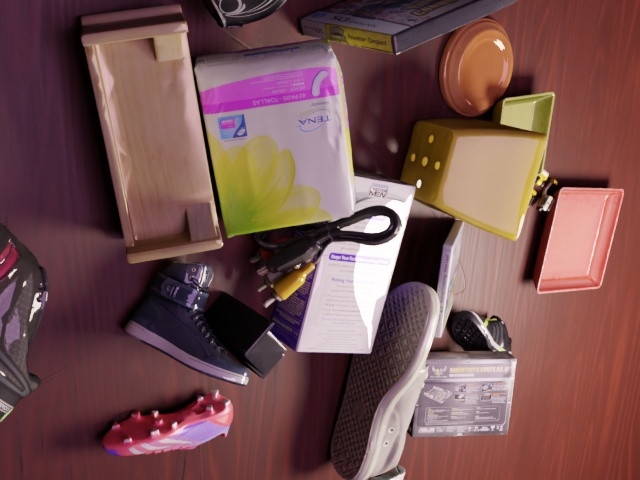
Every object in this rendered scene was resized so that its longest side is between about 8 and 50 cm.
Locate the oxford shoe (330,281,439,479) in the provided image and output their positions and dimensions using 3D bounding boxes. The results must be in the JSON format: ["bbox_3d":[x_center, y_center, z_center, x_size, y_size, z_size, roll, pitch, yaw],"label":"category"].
[{"bbox_3d":[0.146,0.287,1.771,0.130,0.169,0.449,4,111,-37],"label":"oxford shoe"}]

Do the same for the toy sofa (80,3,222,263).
[{"bbox_3d":[-0.252,-0.163,1.315,0.150,0.177,0.362,-10,115,-9],"label":"toy sofa"}]

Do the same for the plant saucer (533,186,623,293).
[{"bbox_3d":[0.616,-0.006,2.111,0.258,0.048,0.259,-2,107,-38],"label":"plant saucer"}]

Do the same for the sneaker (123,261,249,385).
[{"bbox_3d":[-0.190,0.127,1.421,0.163,0.226,0.086,-61,168,-9],"label":"sneaker"}]

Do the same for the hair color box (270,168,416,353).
[{"bbox_3d":[0.039,0.036,1.628,0.185,0.110,0.338,7,103,-38],"label":"hair color box"}]

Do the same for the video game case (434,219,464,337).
[{"bbox_3d":[0.262,0.074,1.794,0.212,0.023,0.193,-46,143,-69],"label":"video game case"}]

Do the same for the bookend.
[{"bbox_3d":[-0.111,0.185,1.530,0.072,0.157,0.156,-49,129,-13],"label":"bookend"}]

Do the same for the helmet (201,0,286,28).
[{"bbox_3d":[-0.113,-0.415,1.301,0.161,0.169,0.169,-34,126,-5],"label":"helmet"}]

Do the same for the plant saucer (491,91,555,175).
[{"bbox_3d":[0.418,-0.223,1.862,0.188,0.045,0.188,-14,117,-41],"label":"plant saucer"}]

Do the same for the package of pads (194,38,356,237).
[{"bbox_3d":[-0.065,-0.166,1.414,0.229,0.101,0.296,-9,116,-3],"label":"package of pads"}]

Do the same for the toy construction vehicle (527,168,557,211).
[{"bbox_3d":[0.495,-0.111,1.990,0.086,0.035,0.098,29,85,-30],"label":"toy construction vehicle"}]

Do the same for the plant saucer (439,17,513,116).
[{"bbox_3d":[0.322,-0.347,1.755,0.200,0.037,0.200,-15,115,-35],"label":"plant saucer"}]

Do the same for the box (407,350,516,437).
[{"bbox_3d":[0.308,0.338,1.925,0.231,0.056,0.183,0,102,-14],"label":"box"}]

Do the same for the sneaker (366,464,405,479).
[{"bbox_3d":[0.128,0.551,1.927,0.152,0.054,0.061,-12,116,-36],"label":"sneaker"}]

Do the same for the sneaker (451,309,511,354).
[{"bbox_3d":[0.373,0.207,1.995,0.234,0.084,0.097,48,51,-40],"label":"sneaker"}]

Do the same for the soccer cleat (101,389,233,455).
[{"bbox_3d":[-0.261,0.339,1.523,0.248,0.083,0.095,-15,120,-37],"label":"soccer cleat"}]

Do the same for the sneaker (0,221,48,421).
[{"bbox_3d":[-0.489,0.036,1.190,0.202,0.185,0.482,-28,127,-49],"label":"sneaker"}]

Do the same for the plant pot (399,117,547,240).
[{"bbox_3d":[0.278,-0.138,1.702,0.187,0.212,0.212,10,101,-27],"label":"plant pot"}]

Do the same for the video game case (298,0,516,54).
[{"bbox_3d":[0.143,-0.385,1.456,0.275,0.248,0.035,-29,123,-28],"label":"video game case"}]

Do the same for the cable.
[{"bbox_3d":[0.000,0.000,1.516,0.287,0.139,0.072,-25,152,7],"label":"cable"}]
